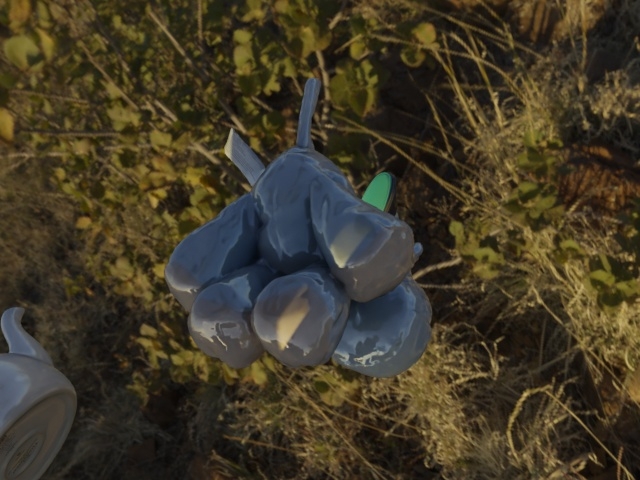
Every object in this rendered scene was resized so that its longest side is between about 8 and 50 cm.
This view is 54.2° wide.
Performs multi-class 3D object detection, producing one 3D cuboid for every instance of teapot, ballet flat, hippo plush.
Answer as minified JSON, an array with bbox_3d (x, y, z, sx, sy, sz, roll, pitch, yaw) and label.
[{"bbox_3d":[-0.490,0.261,0.877,0.187,0.256,0.252,26,108,10],"label":"teapot"},{"bbox_3d":[0.088,-0.014,1.055,0.074,0.074,0.203,19,84,42],"label":"ballet flat"},{"bbox_3d":[-0.007,0.041,0.665,0.234,0.236,0.294,-32,47,7],"label":"hippo plush"}]
